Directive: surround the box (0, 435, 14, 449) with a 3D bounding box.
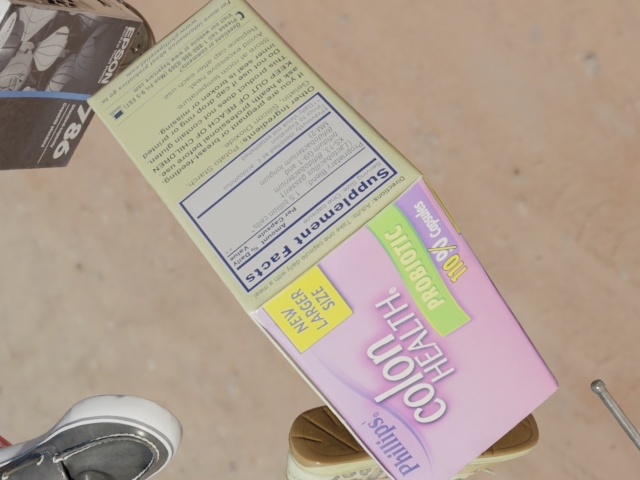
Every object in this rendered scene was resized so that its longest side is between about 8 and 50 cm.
[{"bbox_3d":[-0.279,0.309,1.615,0.257,0.128,0.122,27,133,40],"label":"box"}]

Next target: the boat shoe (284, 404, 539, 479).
[{"bbox_3d":[0.099,0.225,1.873,0.089,0.285,0.104,102,161,-46],"label":"boat shoe"}]

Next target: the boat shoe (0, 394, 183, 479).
[{"bbox_3d":[-0.190,0.177,1.215,0.229,0.076,0.080,-21,128,36],"label":"boat shoe"}]

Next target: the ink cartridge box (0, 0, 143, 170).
[{"bbox_3d":[-0.254,-0.145,1.492,0.065,0.165,0.333,32,-166,12],"label":"ink cartridge box"}]

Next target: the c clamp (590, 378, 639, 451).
[{"bbox_3d":[0.199,0.081,0.904,0.022,0.160,0.137,-17,114,33],"label":"c clamp"}]

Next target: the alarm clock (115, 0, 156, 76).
[{"bbox_3d":[-0.241,-0.218,1.982,0.192,0.129,0.064,34,141,-9],"label":"alarm clock"}]

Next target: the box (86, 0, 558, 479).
[{"bbox_3d":[0.000,0.000,1.020,0.243,0.117,0.213,50,178,47],"label":"box"}]
